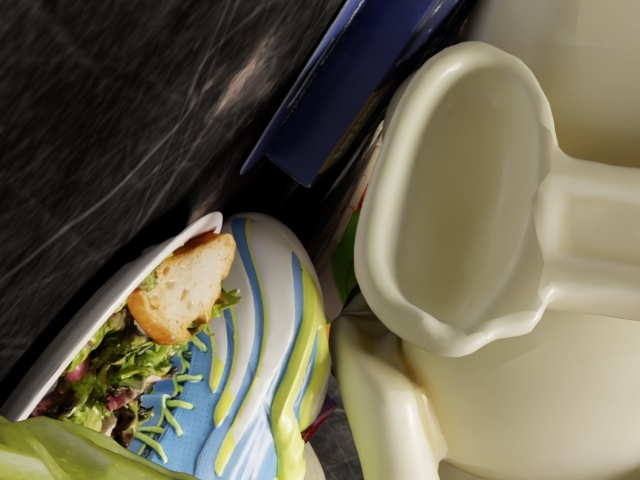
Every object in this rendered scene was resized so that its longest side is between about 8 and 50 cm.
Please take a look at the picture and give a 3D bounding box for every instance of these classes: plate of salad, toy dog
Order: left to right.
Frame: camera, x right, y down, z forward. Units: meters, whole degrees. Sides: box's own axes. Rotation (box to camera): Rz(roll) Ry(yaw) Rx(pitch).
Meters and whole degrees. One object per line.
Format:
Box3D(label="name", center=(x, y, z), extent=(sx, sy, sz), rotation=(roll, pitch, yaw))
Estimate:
Box3D(label="plate of salad", center=(-0.101, 0.071, 0.759), extent=(0.200, 0.048, 0.200), rotation=(-52, 177, -4))
Box3D(label="toy dog", center=(0.123, 0.029, 0.957), extent=(0.408, 0.284, 0.395), rotation=(105, -16, -57))

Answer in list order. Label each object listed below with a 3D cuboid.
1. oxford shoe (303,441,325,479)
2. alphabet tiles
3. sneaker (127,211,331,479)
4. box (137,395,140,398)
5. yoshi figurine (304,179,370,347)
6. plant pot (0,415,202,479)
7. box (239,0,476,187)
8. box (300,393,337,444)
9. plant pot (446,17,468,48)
Box3D(label="oxford shoe", center=(-0.144, 0.260, 1.298), extent=(0.397, 0.146, 0.140), rotation=(-34, 147, 24))
Box3D(label="alphabet tiles", center=(0.000, 0.000, 1.206), extent=(0.198, 0.009, 0.237), rotation=(-58, -176, 38))
Box3D(label="sneaker", center=(-0.064, 0.102, 0.855), extent=(0.126, 0.091, 0.240), rotation=(6, 88, -58))
Box3D(label="box", center=(-0.093, 0.093, 1.104), extent=(0.186, 0.038, 0.145), rotation=(-48, 174, -37))
Box3D(label="yoshi figurine", center=(0.063, 0.073, 1.322), extent=(0.203, 0.203, 0.362), rotation=(-54, 180, -1))
Box3D(label="plant pot", center=(-0.108, 0.200, 0.549), extent=(0.254, 0.276, 0.276), rotation=(-63, 176, -1))
Box3D(label="box", center=(0.042, -0.110, 0.875), extent=(0.136, 0.036, 0.225), rotation=(-55, 174, 33))
Box3D(label="box", center=(-0.133, 0.195, 1.004), extent=(0.293, 0.057, 0.201), rotation=(-30, 162, -50))
Box3D(label="plant pot", center=(0.169, -0.143, 1.210), extent=(0.167, 0.167, 0.165), rotation=(-52, 169, -7))
